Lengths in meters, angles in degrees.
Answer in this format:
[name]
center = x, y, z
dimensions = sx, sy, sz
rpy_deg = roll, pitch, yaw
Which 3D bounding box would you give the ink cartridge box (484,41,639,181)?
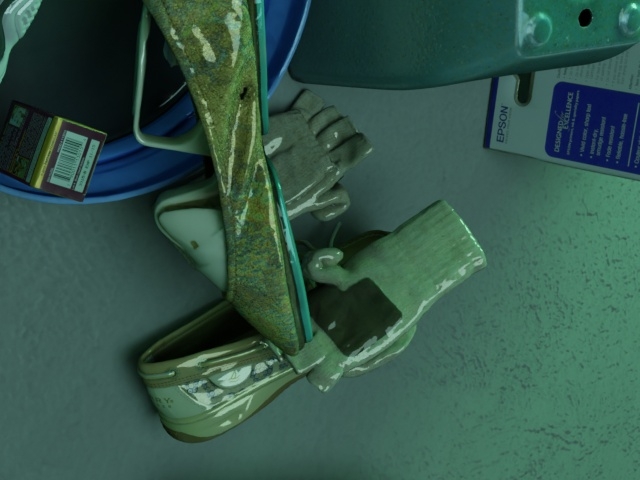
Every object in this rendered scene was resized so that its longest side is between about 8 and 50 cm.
[ink cartridge box]
center = 0.337, -0.139, 1.337
dimensions = 0.069, 0.371, 0.175
rpy_deg = -12, 113, -56

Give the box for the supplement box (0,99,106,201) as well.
[supplement box]
center = -0.199, -0.065, 1.036
dimensions = 0.043, 0.083, 0.055
rpy_deg = 17, 94, -38

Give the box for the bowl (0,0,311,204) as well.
[bowl]
center = -0.183, -0.224, 1.101
dimensions = 0.391, 0.077, 0.391
rpy_deg = -11, 110, -33

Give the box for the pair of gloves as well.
[pair of gloves]
center = 0.000, 0.000, 1.245
dimensions = 0.204, 0.042, 0.240
rpy_deg = -42, 81, -15

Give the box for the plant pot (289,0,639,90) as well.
[plant pot]
center = 0.141, -0.249, 1.214
dimensions = 0.247, 0.252, 0.247
rpy_deg = -12, 110, -32

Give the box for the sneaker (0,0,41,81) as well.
[sneaker]
center = -0.250, -0.214, 0.936
dimensions = 0.153, 0.101, 0.268
rpy_deg = 23, 93, -44

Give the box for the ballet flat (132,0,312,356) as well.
[ballet flat]
center = -0.084, -0.065, 1.113
dimensions = 0.123, 0.123, 0.348
rpy_deg = -21, 116, -29

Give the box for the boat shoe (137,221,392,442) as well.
[boat shoe]
center = -0.031, 0.068, 1.281
dimensions = 0.285, 0.104, 0.089
rpy_deg = -37, 125, -20
